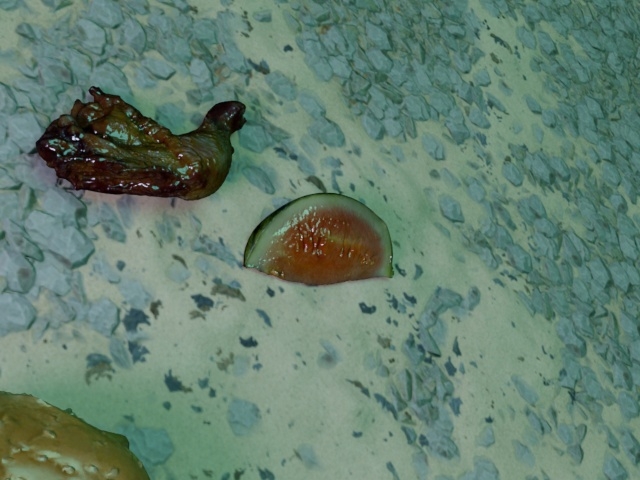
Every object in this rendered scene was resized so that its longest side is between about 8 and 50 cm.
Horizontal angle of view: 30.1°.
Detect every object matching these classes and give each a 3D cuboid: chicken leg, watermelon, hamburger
[{"bbox_3d":[-0.199,-0.116,1.435,0.323,0.083,0.177,1,48,-38],"label":"chicken leg"},{"bbox_3d":[0.004,0.000,1.549,0.245,0.063,0.119,6,72,-40],"label":"watermelon"},{"bbox_3d":[-0.277,0.259,1.008,0.283,0.145,0.259,22,80,-24],"label":"hamburger"}]

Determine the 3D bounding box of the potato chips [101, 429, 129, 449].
[{"bbox_3d":[-0.368,0.184,1.077,0.407,0.080,0.057,17,36,-31],"label":"potato chips"}]
